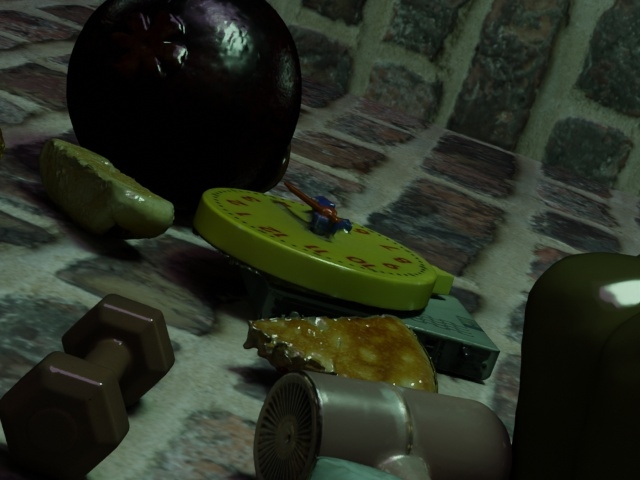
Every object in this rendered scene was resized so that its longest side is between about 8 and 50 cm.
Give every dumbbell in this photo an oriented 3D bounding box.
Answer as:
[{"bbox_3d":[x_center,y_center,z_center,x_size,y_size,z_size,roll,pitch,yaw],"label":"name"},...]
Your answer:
[{"bbox_3d":[-0.174,0.108,1.129,0.082,0.092,0.231,46,12,-5],"label":"dumbbell"}]

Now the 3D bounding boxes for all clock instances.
[{"bbox_3d":[0.001,-0.004,1.646,0.277,0.071,0.293,24,13,20],"label":"clock"}]

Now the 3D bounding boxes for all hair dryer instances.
[{"bbox_3d":[0.092,0.223,1.059,0.189,0.106,0.344,14,23,-29],"label":"hair dryer"}]

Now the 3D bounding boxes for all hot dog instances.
[{"bbox_3d":[-0.249,-0.049,1.674,0.084,0.073,0.242,14,11,-38],"label":"hot dog"}]

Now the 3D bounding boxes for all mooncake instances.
[{"bbox_3d":[0.381,0.160,1.168,0.467,0.262,0.467,8,8,-1],"label":"mooncake"}]

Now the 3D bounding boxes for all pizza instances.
[{"bbox_3d":[0.018,0.119,1.403,0.193,0.053,0.201,20,24,0],"label":"pizza"}]

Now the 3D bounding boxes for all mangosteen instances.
[{"bbox_3d":[-0.163,-0.174,1.889,0.307,0.306,0.347,24,-14,22],"label":"mangosteen"}]

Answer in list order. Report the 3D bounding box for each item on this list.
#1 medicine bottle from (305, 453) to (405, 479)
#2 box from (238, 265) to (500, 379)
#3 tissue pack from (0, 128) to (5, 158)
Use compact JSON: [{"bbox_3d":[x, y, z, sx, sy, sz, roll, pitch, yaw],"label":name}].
[{"bbox_3d":[0.036,0.213,0.855,0.143,0.147,0.147,23,14,4],"label":"medicine bottle"},{"bbox_3d":[0.048,0.077,1.639,0.270,0.045,0.211,15,14,-16],"label":"box"},{"bbox_3d":[-0.465,-0.138,1.696,0.183,0.092,0.226,14,13,-22],"label":"tissue pack"}]
